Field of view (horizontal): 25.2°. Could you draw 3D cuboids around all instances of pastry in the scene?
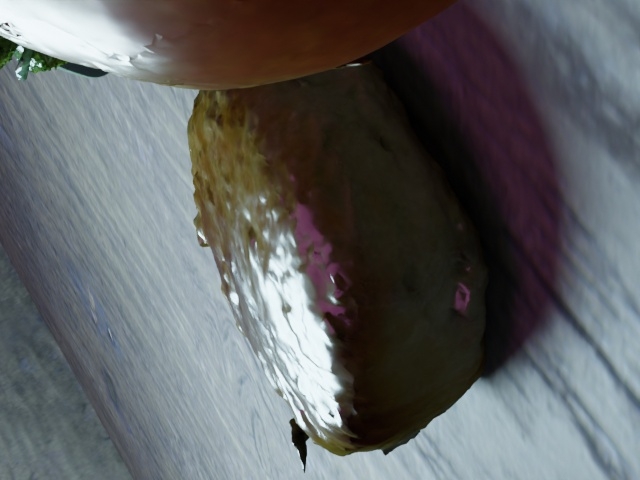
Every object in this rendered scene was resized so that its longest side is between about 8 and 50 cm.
[{"bbox_3d":[0.000,0.000,1.025,0.329,0.136,0.329,56,161,31],"label":"pastry"}]

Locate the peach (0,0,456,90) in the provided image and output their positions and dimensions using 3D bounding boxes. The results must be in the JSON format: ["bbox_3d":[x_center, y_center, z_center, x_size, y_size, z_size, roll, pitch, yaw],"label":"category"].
[{"bbox_3d":[-0.035,-0.243,0.547,0.370,0.370,0.370,54,158,33],"label":"peach"}]

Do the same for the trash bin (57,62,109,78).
[{"bbox_3d":[-0.273,-0.249,1.555,0.130,0.059,0.116,64,-165,10],"label":"trash bin"}]

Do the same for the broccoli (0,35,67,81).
[{"bbox_3d":[-0.298,-0.288,1.341,0.283,0.321,0.303,-3,124,38],"label":"broccoli"}]
